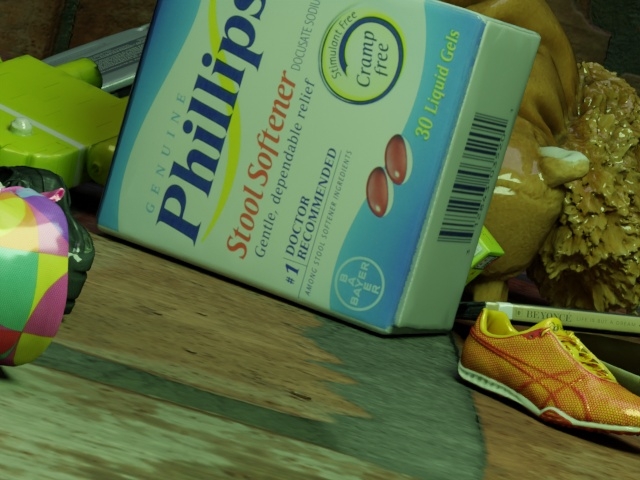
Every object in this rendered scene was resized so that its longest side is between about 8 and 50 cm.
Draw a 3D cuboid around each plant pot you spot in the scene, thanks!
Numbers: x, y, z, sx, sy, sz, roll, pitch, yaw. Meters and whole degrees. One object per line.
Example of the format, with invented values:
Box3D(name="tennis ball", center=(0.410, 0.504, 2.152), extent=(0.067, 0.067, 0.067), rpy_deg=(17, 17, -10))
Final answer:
Box3D(name="plant pot", center=(0.306, 0.126, 1.568), extent=(0.236, 0.032, 0.236), rpy_deg=(15, 6, -2))

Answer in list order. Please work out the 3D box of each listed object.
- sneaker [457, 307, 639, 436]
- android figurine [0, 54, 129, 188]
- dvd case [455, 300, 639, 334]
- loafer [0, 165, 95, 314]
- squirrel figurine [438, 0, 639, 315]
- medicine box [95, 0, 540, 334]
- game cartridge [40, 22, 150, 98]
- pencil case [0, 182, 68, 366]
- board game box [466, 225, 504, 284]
Box3D(name="sneaker", center=(0.168, 0.092, 1.353), extent=(0.175, 0.067, 0.064), rpy_deg=(23, 8, 39))
Box3D(name="android figurine", center=(-0.266, -0.112, 1.787), extent=(0.248, 0.056, 0.273), rpy_deg=(27, 27, 24))
Box3D(name="dvd case", center=(0.226, 0.069, 1.645), extent=(0.221, 0.018, 0.164), rpy_deg=(6, -3, -9))
Box3D(name="loafer", center=(-0.205, -0.012, 1.264), extent=(0.078, 0.076, 0.223), rpy_deg=(22, 7, -21))
Box3D(name="squirrel figurine", center=(0.196, -0.083, 1.896), extent=(0.397, 0.281, 0.370), rpy_deg=(23, 22, -21))
Box3D(name="medicine box", center=(-0.003, -0.089, 1.597), extent=(0.289, 0.263, 0.149), rpy_deg=(19, 6, 23))
Box3D(name="game cartridge", center=(-0.233, -0.165, 2.033), extent=(0.294, 0.060, 0.196), rpy_deg=(-23, 26, -19))
Box3D(name="pencil case", center=(-0.240, 0.002, 0.963), extent=(0.236, 0.104, 0.104), rpy_deg=(12, 8, -37))
Box3D(name="board game box", center=(0.067, -0.032, 1.670), extent=(0.181, 0.092, 0.043), rpy_deg=(54, 18, 17))
